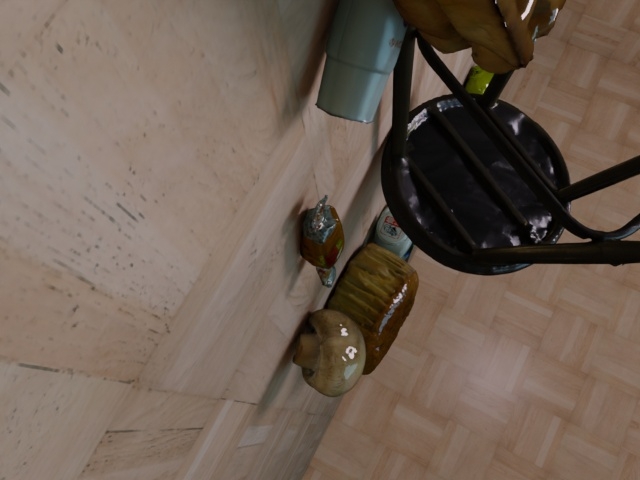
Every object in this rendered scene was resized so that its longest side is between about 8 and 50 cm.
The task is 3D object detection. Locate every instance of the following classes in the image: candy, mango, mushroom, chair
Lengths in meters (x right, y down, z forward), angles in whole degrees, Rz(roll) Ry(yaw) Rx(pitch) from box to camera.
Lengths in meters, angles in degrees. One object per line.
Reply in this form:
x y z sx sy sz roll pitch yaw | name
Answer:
0.000 0.000 0.656 0.053 0.047 0.182 -56 161 -22 | candy
0.449 -0.423 1.566 0.178 0.100 0.119 -59 167 -60 | mango
0.014 0.180 0.911 0.148 0.112 0.147 -167 -90 -81 | mushroom
0.277 -0.149 0.704 0.362 0.364 0.410 -34 170 -18 | chair

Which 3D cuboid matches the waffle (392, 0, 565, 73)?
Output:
0.085 -0.238 0.285 0.328 0.098 0.224 8 105 -61 | waffle

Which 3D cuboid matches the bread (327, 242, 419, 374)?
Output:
0.097 0.137 1.123 0.227 0.143 0.253 -49 163 -32 | bread

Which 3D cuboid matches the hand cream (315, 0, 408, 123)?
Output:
0.060 -0.250 0.399 0.085 0.058 0.330 -18 129 -53 | hand cream

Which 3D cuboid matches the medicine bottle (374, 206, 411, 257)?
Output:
0.164 -0.017 1.217 0.229 0.083 0.121 18 91 -79 | medicine bottle
